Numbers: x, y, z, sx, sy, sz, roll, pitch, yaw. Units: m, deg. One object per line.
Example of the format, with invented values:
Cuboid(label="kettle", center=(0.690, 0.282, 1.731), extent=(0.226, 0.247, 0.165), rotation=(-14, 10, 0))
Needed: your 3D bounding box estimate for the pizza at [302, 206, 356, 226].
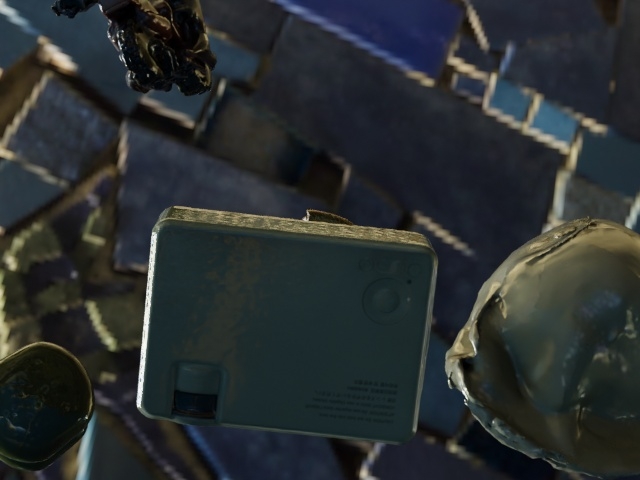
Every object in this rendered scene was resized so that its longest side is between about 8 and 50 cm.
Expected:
Cuboid(label="pizza", center=(0.000, -0.001, 1.715), extent=(0.083, 0.025, 0.078), rotation=(29, 119, -33))

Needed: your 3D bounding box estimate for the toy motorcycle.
Cuboid(label="toy motorcycle", center=(-0.227, -0.284, 1.946), extent=(0.134, 0.207, 0.401), rotation=(-22, 178, 13))

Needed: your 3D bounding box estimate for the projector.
Cuboid(label="projector", center=(-0.032, 0.077, 1.452), extent=(0.256, 0.192, 0.099), rotation=(6, -170, -2))

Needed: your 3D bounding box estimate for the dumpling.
Cuboid(label="dumpling", center=(0.180, 0.062, 0.966), extent=(0.172, 0.247, 0.142), rotation=(35, 130, 14))

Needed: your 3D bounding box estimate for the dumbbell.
Cuboid(label="dumbbell", center=(-0.128, 0.076, 0.710), extent=(0.046, 0.052, 0.118), rotation=(54, 166, 3))
